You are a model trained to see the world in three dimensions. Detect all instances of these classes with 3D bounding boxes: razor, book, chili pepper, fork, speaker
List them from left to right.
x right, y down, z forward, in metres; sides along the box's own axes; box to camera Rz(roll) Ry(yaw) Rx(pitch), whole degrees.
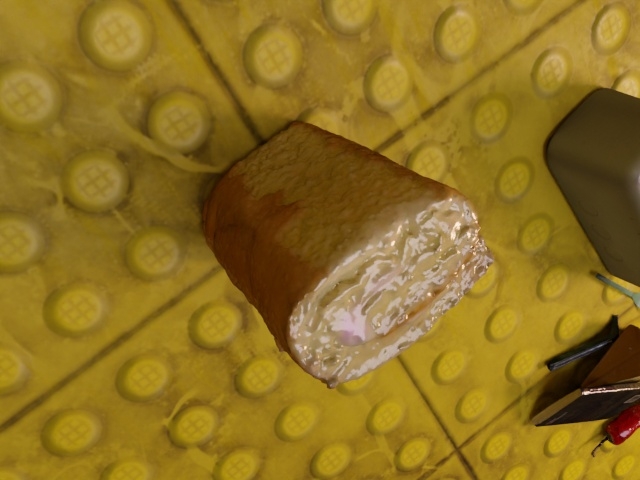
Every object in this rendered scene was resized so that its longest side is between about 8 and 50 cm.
[{"bbox_3d":[0.547,0.220,1.309,0.190,0.033,0.066,-23,119,-14],"label":"razor"},{"bbox_3d":[0.574,0.343,1.335,0.228,0.024,0.160,3,142,-26],"label":"book"},{"bbox_3d":[0.625,0.102,1.302,0.235,0.021,0.039,24,96,-30],"label":"fork"},{"bbox_3d":[0.727,0.413,1.471,0.267,0.050,0.059,-31,106,-11],"label":"chili pepper"},{"bbox_3d":[0.576,-0.063,1.107,0.183,0.184,0.406,-45,123,-1],"label":"speaker"}]

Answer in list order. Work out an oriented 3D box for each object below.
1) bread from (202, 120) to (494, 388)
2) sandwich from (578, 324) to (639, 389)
[{"bbox_3d":[0.000,0.000,0.752,0.236,0.375,0.165,-40,121,-8],"label":"bread"},{"bbox_3d":[0.650,0.279,1.300,0.187,0.144,0.117,-56,143,6],"label":"sandwich"}]
